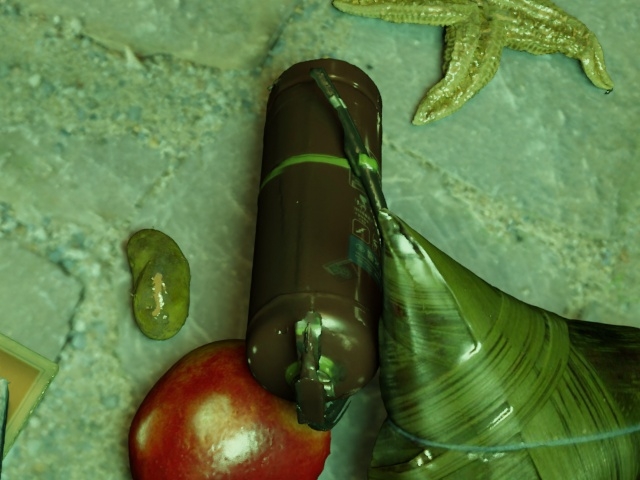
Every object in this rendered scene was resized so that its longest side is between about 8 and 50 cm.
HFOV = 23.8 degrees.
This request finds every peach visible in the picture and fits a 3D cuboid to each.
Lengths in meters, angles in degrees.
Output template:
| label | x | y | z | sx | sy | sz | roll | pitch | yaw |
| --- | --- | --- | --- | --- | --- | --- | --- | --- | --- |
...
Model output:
| label | x | y | z | sx | sy | sz | roll | pitch | yaw |
| --- | --- | --- | --- | --- | --- | --- | --- | --- | --- |
| peach | -0.074 | 0.134 | 1.103 | 0.118 | 0.151 | 0.151 | 32 | 57 | -44 |

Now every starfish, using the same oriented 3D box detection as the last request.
| label | x | y | z | sx | sy | sz | roll | pitch | yaw |
| --- | --- | --- | --- | --- | --- | --- | --- | --- | --- |
| starfish | 0.129 | -0.200 | 1.305 | 0.277 | 0.062 | 0.236 | 42 | 73 | 5 |

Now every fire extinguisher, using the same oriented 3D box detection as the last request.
| label | x | y | z | sx | sy | sz | roll | pitch | yaw |
| --- | --- | --- | --- | --- | --- | --- | --- | --- | --- |
| fire extinguisher | 0.000 | 0.000 | 1.092 | 0.105 | 0.141 | 0.341 | -6 | 44 | 7 |

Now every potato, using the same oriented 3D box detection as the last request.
| label | x | y | z | sx | sy | sz | roll | pitch | yaw |
| --- | --- | --- | --- | --- | --- | --- | --- | --- | --- |
| potato | -0.123 | 0.032 | 1.168 | 0.046 | 0.045 | 0.092 | -20 | 64 | 22 |

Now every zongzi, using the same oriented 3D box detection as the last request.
| label | x | y | z | sx | sy | sz | roll | pitch | yaw |
| --- | --- | --- | --- | --- | --- | --- | --- | --- | --- |
| zongzi | 0.149 | 0.069 | 1.055 | 0.286 | 0.138 | 0.300 | -28 | 119 | -33 |

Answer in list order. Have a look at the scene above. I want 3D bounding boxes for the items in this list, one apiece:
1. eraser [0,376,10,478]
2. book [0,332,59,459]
| label | x | y | z | sx | sy | sz | roll | pitch | yaw |
| --- | --- | --- | --- | --- | --- | --- | --- | --- | --- |
| eraser | -0.273 | 0.199 | 1.058 | 0.092 | 0.046 | 0.212 | 5 | 69 | -7 |
| book | -0.340 | 0.106 | 1.118 | 0.241 | 0.018 | 0.170 | 29 | 67 | 3 |
